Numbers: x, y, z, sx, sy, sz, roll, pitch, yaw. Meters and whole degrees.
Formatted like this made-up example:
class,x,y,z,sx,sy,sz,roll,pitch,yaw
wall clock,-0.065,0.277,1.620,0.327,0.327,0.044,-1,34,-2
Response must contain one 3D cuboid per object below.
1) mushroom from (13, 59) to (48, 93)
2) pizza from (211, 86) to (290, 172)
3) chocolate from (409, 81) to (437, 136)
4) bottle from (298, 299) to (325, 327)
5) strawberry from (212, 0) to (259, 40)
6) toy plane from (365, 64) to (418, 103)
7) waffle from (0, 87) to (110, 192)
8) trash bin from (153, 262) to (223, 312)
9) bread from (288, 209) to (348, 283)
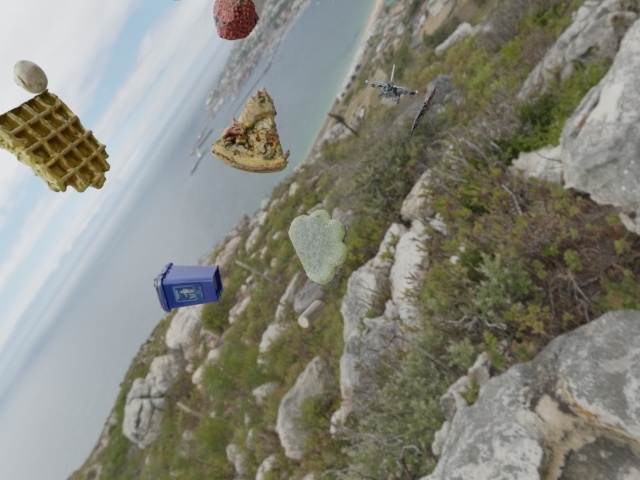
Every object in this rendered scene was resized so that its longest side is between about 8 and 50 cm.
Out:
class,x,y,z,sx,sy,sz,roll,pitch,yaw
mushroom,-0.729,-0.409,1.093,0.067,0.084,0.084,-16,37,13
pizza,-0.196,-0.341,1.445,0.288,0.251,0.074,-55,-3,6
chocolate,0.315,-0.396,1.329,0.086,0.028,0.182,-60,-3,-31
bottle,-0.026,0.216,1.280,0.045,0.045,0.096,-34,2,40
strawberry,-0.154,-0.398,0.776,0.083,0.083,0.097,-19,41,53
toy plane,0.218,-0.455,1.323,0.234,0.159,0.083,-12,-63,-78
waffle,-0.534,-0.186,0.896,0.055,0.211,0.161,-23,29,33
trash bin,-0.513,0.173,1.718,0.234,0.163,0.184,-5,27,2
bread,0.000,0.000,1.543,0.207,0.056,0.287,-41,60,17
